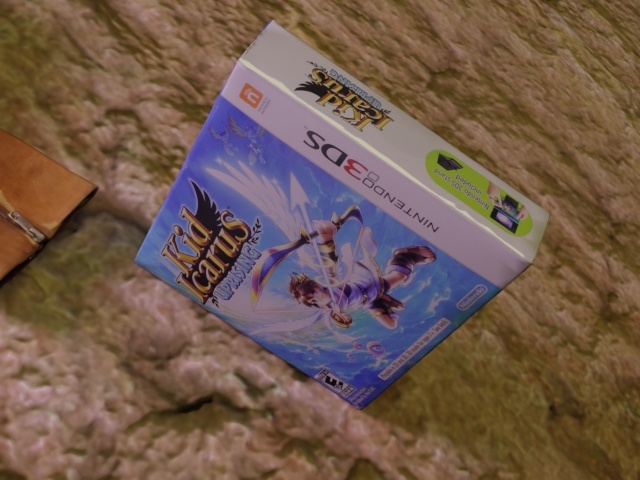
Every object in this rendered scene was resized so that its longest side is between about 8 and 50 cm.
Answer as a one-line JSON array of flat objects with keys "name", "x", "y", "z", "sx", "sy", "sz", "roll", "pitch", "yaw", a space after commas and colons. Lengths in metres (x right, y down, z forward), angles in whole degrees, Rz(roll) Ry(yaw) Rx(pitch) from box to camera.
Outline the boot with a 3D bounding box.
[{"name": "boot", "x": -0.305, "y": -0.120, "z": 0.757, "sx": 0.280, "sy": 0.096, "sz": 0.264, "roll": 33, "pitch": 46, "yaw": -6}]

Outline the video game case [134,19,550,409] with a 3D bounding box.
[{"name": "video game case", "x": 0.000, "y": 0.000, "z": 0.727, "sx": 0.244, "sy": 0.269, "sz": 0.061, "roll": 35, "pitch": 48, "yaw": -3}]
